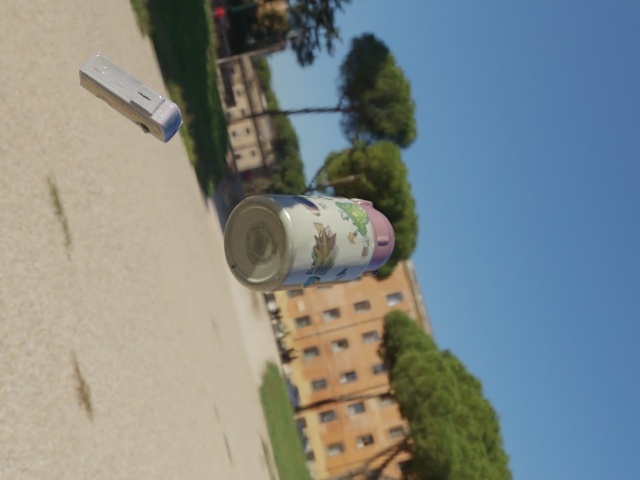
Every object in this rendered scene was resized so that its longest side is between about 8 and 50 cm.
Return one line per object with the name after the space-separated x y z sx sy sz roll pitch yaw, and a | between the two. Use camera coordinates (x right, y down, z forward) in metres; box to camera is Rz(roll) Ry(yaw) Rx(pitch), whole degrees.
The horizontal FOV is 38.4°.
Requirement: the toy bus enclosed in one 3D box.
-0.299 -0.225 1.447 0.172 0.057 0.072 34 -20 5 | toy bus

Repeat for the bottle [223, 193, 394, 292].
0.000 0.000 1.178 0.253 0.120 0.120 -4 77 -53 | bottle
